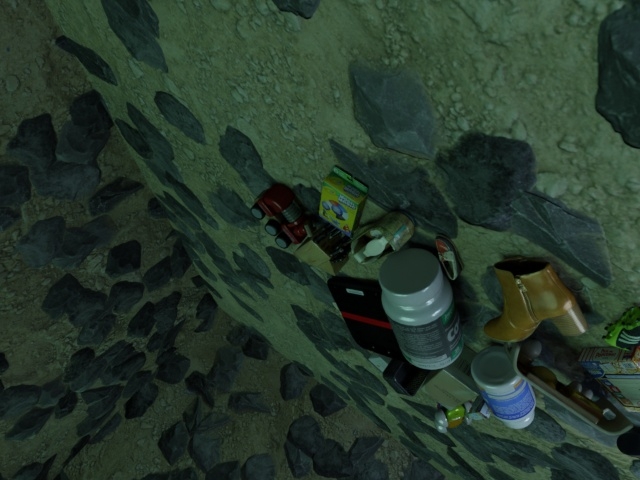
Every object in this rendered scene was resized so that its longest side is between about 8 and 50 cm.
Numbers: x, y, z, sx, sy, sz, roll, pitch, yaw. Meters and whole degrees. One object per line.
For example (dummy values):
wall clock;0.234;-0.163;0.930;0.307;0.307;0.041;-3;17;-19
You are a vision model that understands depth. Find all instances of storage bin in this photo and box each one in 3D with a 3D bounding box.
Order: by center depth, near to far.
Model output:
storage bin;0.344;0.501;1.810;0.122;0.180;0.084;48;156;-13

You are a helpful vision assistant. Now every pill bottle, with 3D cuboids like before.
pill bottle;0.297;0.205;1.369;0.204;0.204;0.361;19;148;40
pill bottle;0.578;0.466;1.442;0.152;0.152;0.272;12;141;48

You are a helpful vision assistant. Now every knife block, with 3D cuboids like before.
knife block;0.000;0.000;1.613;0.275;0.088;0.242;23;149;36

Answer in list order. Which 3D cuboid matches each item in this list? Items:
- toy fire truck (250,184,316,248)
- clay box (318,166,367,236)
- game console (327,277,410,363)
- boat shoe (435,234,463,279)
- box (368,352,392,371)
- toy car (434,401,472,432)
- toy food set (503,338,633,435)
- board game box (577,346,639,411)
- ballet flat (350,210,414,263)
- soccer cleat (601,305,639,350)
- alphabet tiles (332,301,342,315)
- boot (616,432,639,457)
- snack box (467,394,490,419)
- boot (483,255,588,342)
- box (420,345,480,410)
toy fire truck;-0.101;-0.081;1.581;0.246;0.159;0.217;-14;121;48
clay box;0.064;-0.113;1.375;0.127;0.053;0.222;35;155;14
game console;0.204;0.300;1.778;0.386;0.060;0.342;1;120;57
boat shoe;0.339;0.045;1.238;0.049;0.043;0.137;8;138;54
box;0.317;0.531;2.006;0.170;0.091;0.130;42;156;-1
toy car;0.543;0.706;1.932;0.182;0.159;0.136;75;176;-51
toy food set;0.628;0.357;1.208;0.306;0.093;0.219;34;-172;14
board game box;0.747;0.336;1.110;0.193;0.045;0.146;45;155;-6
ballet flat;0.155;0.013;1.372;0.123;0.123;0.348;43;156;-3
soccer cleat;0.669;0.188;0.979;0.072;0.060;0.179;24;158;17
alphabet tiles;0.170;0.338;1.994;0.277;0.021;0.284;-1;131;56
boot;0.920;0.558;1.216;0.106;0.082;0.219;29;158;-26
snack box;0.572;0.546;1.595;0.037;0.141;0.100;36;155;10
boot;0.479;0.141;1.142;0.211;0.104;0.295;52;150;-9
box;0.484;0.497;1.668;0.147;0.121;0.311;34;154;16
